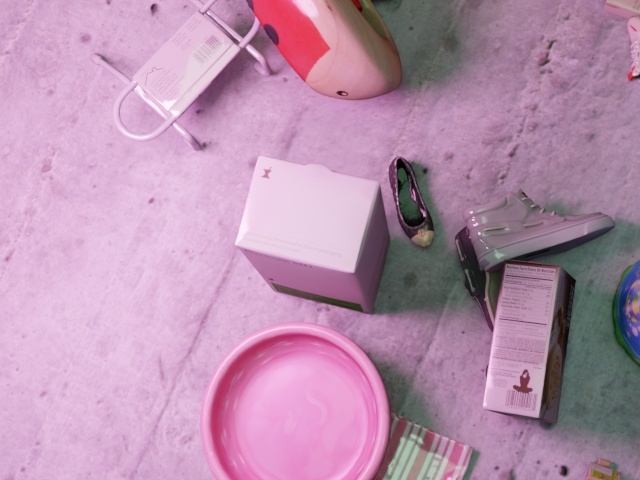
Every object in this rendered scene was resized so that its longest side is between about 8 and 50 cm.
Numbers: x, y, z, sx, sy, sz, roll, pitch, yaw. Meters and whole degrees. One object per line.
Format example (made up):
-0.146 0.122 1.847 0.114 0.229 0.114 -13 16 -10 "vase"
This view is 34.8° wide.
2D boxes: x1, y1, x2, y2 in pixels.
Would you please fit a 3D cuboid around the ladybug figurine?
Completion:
-0.025 -0.432 1.819 0.162 0.305 0.449 -34 83 18 "ladybug figurine"

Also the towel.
0.146 0.381 1.740 0.197 0.029 0.144 22 82 12 "towel"

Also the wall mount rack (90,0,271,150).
-0.274 -0.345 1.918 0.304 0.130 0.350 42 86 11 "wall mount rack"

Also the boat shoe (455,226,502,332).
0.286 0.070 1.788 0.065 0.075 0.206 -23 77 47 "boat shoe"

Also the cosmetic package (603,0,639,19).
0.583 -0.433 1.861 0.115 0.041 0.060 22 81 12 "cosmetic package"

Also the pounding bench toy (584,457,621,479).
0.460 0.406 1.683 0.052 0.083 0.065 18 112 14 "pounding bench toy"

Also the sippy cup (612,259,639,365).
0.604 0.103 1.642 0.240 0.224 0.305 -26 75 1 "sippy cup"

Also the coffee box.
0.347 0.168 1.683 0.098 0.141 0.247 6 79 25 "coffee box"

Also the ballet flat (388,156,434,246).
0.159 -0.068 1.830 0.057 0.049 0.173 -20 75 4 "ballet flat"

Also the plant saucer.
-0.038 0.308 1.738 0.332 0.084 0.332 -4 76 15 "plant saucer"

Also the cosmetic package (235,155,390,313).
0.000 0.000 1.673 0.197 0.365 0.155 13 79 11 "cosmetic package"

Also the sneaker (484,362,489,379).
0.299 0.249 1.746 0.031 0.035 0.083 -4 77 6 "sneaker"

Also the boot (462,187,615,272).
0.373 -0.038 1.750 0.258 0.095 0.123 -14 73 -17 "boot"

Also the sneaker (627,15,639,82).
0.579 -0.326 1.828 0.075 0.057 0.161 -24 78 -4 "sneaker"
